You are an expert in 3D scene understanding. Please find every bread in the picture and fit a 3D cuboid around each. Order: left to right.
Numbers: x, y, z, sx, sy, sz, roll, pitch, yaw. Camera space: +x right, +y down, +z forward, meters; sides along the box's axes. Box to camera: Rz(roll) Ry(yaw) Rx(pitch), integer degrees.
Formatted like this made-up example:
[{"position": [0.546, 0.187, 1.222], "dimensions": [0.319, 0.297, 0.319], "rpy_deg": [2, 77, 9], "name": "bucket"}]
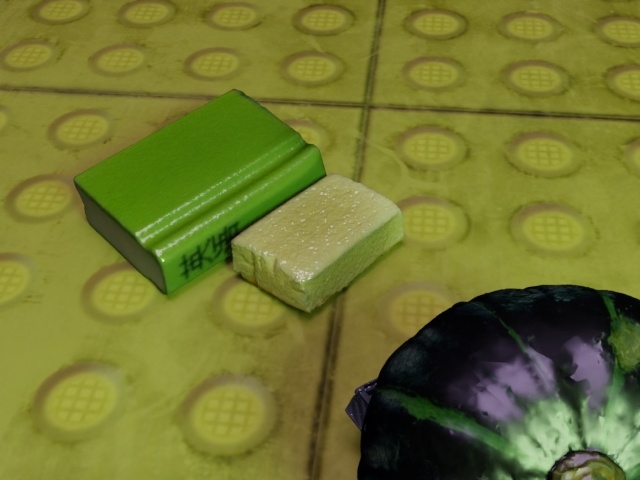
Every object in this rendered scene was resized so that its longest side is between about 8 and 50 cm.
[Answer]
[{"position": [0.001, 0.000, 1.032], "dimensions": [0.125, 0.068, 0.188], "rpy_deg": [31, 52, 30], "name": "bread"}]

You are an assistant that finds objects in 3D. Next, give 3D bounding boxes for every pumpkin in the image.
[{"position": [0.183, 0.177, 0.671], "dimensions": [0.316, 0.238, 0.315], "rpy_deg": [0, 86, -6], "name": "pumpkin"}]

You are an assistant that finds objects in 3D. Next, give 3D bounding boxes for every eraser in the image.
[{"position": [-0.147, -0.071, 1.098], "dimensions": [0.274, 0.092, 0.210], "rpy_deg": [-32, 52, -27], "name": "eraser"}]

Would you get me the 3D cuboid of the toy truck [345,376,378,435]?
[{"position": [0.124, 0.155, 0.844], "dimensions": [0.192, 0.092, 0.083], "rpy_deg": [-23, 46, -22], "name": "toy truck"}]
